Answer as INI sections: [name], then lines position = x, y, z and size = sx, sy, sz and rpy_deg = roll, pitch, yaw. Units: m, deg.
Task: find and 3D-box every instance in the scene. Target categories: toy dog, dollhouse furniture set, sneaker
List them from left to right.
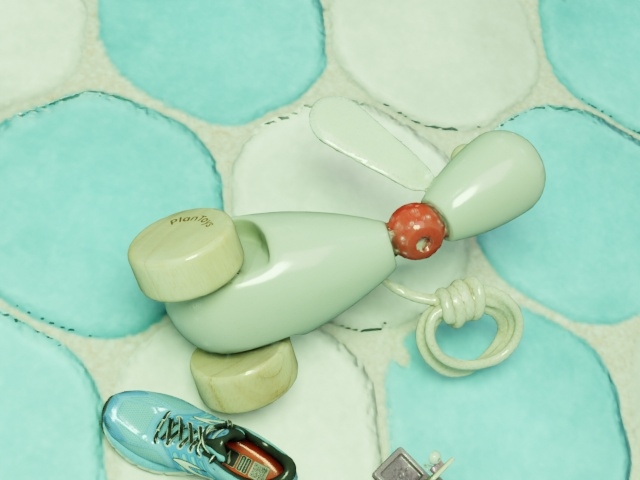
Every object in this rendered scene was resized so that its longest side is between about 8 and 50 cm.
[sneaker]
position = -0.086, 0.149, 0.905
size = 0.162, 0.073, 0.063
rpy_deg = 22, 61, -3
[toy dog]
position = 0.000, 0.000, 0.961
size = 0.334, 0.220, 0.161
rpy_deg = -7, 27, -22
[dollhouse furniture set]
position = 0.066, 0.214, 0.908
size = 0.091, 0.081, 0.114
rpy_deg = 45, 62, 10
